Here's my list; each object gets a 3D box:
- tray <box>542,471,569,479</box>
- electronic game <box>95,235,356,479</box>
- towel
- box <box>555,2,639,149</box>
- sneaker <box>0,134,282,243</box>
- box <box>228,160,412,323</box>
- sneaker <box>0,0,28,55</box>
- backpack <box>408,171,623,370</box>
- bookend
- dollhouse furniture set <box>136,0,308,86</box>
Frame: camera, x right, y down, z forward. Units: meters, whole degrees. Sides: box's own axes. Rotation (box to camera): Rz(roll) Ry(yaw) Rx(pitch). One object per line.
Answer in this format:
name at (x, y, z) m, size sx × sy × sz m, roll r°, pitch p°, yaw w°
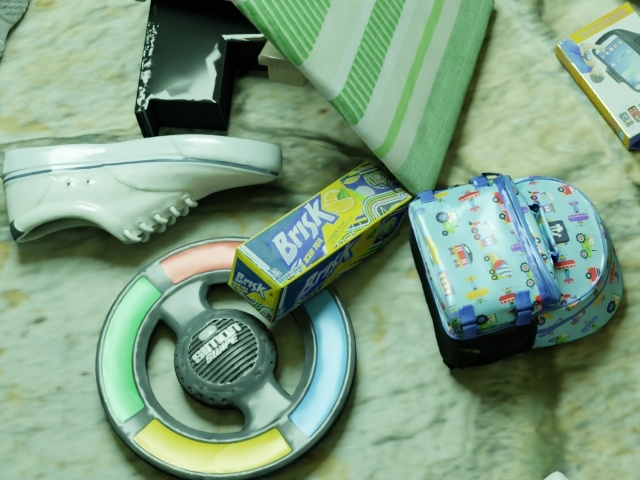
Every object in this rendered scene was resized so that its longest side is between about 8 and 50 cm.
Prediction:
tray at (0.228, 0.323, 1.542) m, size 0.145 × 0.030 × 0.270 m, roll -38°, pitch 68°, yaw -10°
electronic game at (-0.083, 0.102, 1.664) m, size 0.229 × 0.048 × 0.229 m, roll -2°, pitch 66°, yaw 5°
towel at (0.033, -0.223, 1.656) m, size 0.038 × 0.325 × 0.248 m, roll -5°, pitch 53°, yaw 38°
box at (0.286, -0.146, 1.749) m, size 0.081 × 0.028 × 0.136 m, roll -31°, pitch 65°, yaw -8°
sneaker at (-0.159, -0.042, 1.726) m, size 0.258 × 0.094 × 0.091 m, roll -5°, pitch 83°, yaw 9°
box at (0.000, 0.000, 1.666) m, size 0.059 × 0.054 × 0.169 m, roll 40°, pitch 53°, yaw 21°
sneaker at (-0.426, -0.184, 1.786) m, size 0.210 × 0.137 × 0.366 m, roll 19°, pitch 64°, yaw 14°
backpack at (0.172, 0.016, 1.641) m, size 0.173 × 0.117 × 0.158 m, roll -13°, pitch 66°, yaw -3°
bookend at (-0.082, -0.169, 1.773) m, size 0.157 × 0.072 × 0.156 m, roll 3°, pitch 67°, yaw 6°
dollhouse furniture set at (-0.102, -0.336, 1.732) m, size 0.303 × 0.174 × 0.355 m, roll 11°, pitch 48°, yaw 14°
